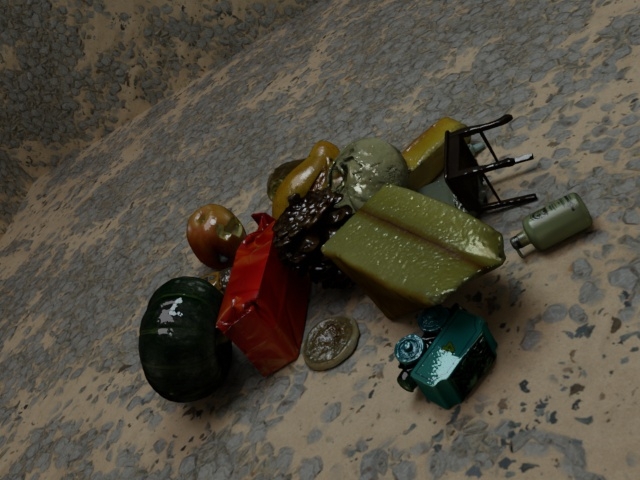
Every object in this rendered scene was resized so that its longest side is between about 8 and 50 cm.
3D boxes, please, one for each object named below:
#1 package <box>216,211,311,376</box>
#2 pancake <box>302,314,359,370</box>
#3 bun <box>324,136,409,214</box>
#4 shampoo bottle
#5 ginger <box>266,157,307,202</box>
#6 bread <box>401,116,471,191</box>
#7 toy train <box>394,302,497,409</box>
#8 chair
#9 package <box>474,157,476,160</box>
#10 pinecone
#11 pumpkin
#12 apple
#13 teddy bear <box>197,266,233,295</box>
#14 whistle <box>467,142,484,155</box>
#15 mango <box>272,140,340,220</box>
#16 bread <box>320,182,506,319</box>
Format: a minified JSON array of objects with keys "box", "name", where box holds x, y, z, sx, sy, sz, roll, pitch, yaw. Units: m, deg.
[{"box":[-0.127,0.115,1.742,0.123,0.196,0.424,-20,35,23],"name":"package"},{"box":[0.021,0.227,1.608,0.151,0.025,0.152,-26,34,20],"name":"pancake"},{"box":[0.103,-0.141,1.803,0.259,0.152,0.260,-37,44,47],"name":"bun"},{"box":[0.461,-0.029,1.443,0.162,0.079,0.079,-28,32,15],"name":"shampoo bottle"},{"box":[-0.036,-0.193,2.127,0.275,0.130,0.221,6,46,48],"name":"ginger"},{"box":[0.286,-0.220,1.860,0.245,0.102,0.094,-44,37,-8],"name":"bread"},{"box":[0.236,0.212,1.339,0.198,0.107,0.154,-48,40,-16],"name":"toy train"},{"box":[0.318,-0.143,1.645,0.319,0.186,0.160,-15,50,29],"name":"chair"},{"box":[0.354,-0.174,1.789,0.077,0.033,0.111,-31,26,30],"name":"package"},{"box":[0.000,0.000,1.693,0.224,0.273,0.224,-28,26,15],"name":"pinecone"},{"box":[-0.306,0.236,1.683,0.207,0.300,0.300,-1,38,3],"name":"pumpkin"},{"box":[-0.309,-0.015,2.114,0.199,0.199,0.199,-26,33,18],"name":"apple"},{"box":[-0.273,0.137,1.932,0.190,0.140,0.177,-26,29,3],"name":"teddy bear"},{"box":[0.375,-0.227,1.828,0.100,0.035,0.035,-24,31,-6],"name":"whistle"},{"box":[-0.026,-0.129,1.958,0.295,0.177,0.120,-60,-7,8],"name":"mango"},{"box":[0.189,0.005,1.422,0.233,0.245,0.361,-45,1,-12],"name":"bread"}]
